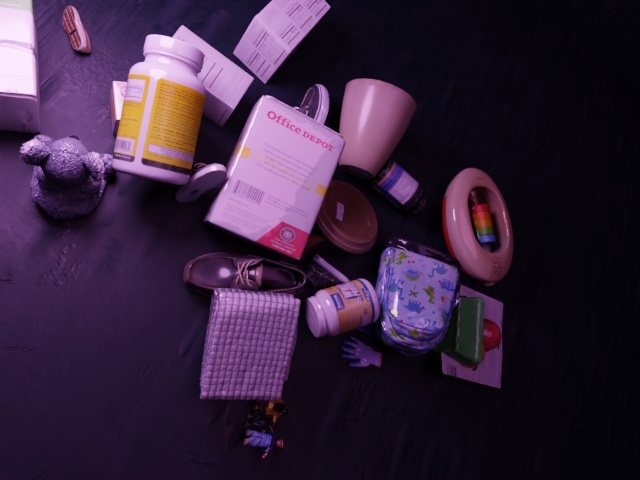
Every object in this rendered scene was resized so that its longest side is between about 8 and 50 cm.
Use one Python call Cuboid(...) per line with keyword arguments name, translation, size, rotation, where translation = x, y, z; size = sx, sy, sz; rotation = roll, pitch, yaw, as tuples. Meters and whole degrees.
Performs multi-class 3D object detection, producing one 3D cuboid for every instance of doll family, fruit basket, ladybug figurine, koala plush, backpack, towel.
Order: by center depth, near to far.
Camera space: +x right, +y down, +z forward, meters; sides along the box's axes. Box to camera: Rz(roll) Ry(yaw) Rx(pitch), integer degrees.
Cuboid(name="koala plush", translation=(-0.599, -0.166, 1.094), size=(0.196, 0.221, 0.204), rotation=(16, 71, -25))
Cuboid(name="towel", translation=(-0.190, 0.273, 1.220), size=(0.234, 0.121, 0.284), rotation=(9, 93, -26))
Cuboid(name="doll family", translation=(-0.142, 0.491, 1.266), size=(0.111, 0.076, 0.193), rotation=(25, 72, -26))
Cuboid(name="backpack", translation=(0.301, 0.187, 1.476), size=(0.289, 0.273, 0.356), rotation=(22, 76, -1))
Cuboid(name="fruit basket", translation=(0.547, 0.341, 1.658), size=(0.353, 0.165, 0.327), rotation=(24, 66, -38))
Cuboid(name="ladybug figurine", translation=(0.581, -0.046, 1.745), size=(0.304, 0.162, 0.450), rotation=(3, 75, -29))

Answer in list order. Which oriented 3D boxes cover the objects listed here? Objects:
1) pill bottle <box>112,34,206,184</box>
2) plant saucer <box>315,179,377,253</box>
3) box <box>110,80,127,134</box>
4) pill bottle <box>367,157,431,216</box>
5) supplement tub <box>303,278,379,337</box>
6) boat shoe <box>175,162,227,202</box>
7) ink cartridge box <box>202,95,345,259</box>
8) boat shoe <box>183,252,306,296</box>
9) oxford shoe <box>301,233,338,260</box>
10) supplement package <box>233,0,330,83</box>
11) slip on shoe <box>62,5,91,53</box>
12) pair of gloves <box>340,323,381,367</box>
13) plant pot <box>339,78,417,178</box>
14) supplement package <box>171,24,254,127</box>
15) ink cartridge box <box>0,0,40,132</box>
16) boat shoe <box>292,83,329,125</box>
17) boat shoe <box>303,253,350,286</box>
Cuboid(name="pill bottle", translation=(-0.393, -0.318, 1.147), size=(0.187, 0.188, 0.334), rotation=(11, 94, -26))
Cuboid(name="plant saucer", translation=(0.088, -0.087, 1.507), size=(0.277, 0.041, 0.278), rotation=(22, 50, -29))
Cuboid(name="box", translation=(-0.472, -0.361, 1.282), size=(0.203, 0.103, 0.114), rotation=(-5, 81, -30))
Cuboid(name="pill bottle", translation=(0.285, -0.184, 1.642), size=(0.219, 0.122, 0.123), rotation=(38, 63, -16))
Cuboid(name="supplement tub", translation=(0.064, 0.207, 1.398), size=(0.199, 0.144, 0.145), rotation=(-14, 84, -21))
Cuboid(name="boat shoe", translation=(-0.332, -0.171, 1.246), size=(0.077, 0.219, 0.070), rotation=(8, 68, -46))
Cuboid(name="ink cartridge box", translation=(-0.132, -0.172, 1.337), size=(0.279, 0.160, 0.385), rotation=(25, 82, -20))
Cuboid(name="boat shoe", translation=(-0.201, 0.091, 1.299), size=(0.355, 0.130, 0.133), rotation=(3, 75, -28))
Cuboid(name="oxford shoe", translation=(0.000, 0.000, 1.474), size=(0.212, 0.076, 0.076), rotation=(-12, 43, -41))
Cuboid(name="supplement package", translation=(-0.127, -0.684, 1.496), size=(0.145, 0.204, 0.262), rotation=(42, 62, -16))
Cuboid(name="slip on shoe", translation=(-0.670, -0.580, 1.270), size=(0.136, 0.051, 0.041), rotation=(66, 19, 10))
Cuboid(name="pair of gloves", translation=(0.142, 0.316, 1.492), size=(0.159, 0.023, 0.198), rotation=(20, 67, -24))
Cuboid(name="plant pot", translation=(0.165, -0.363, 1.571), size=(0.256, 0.256, 0.274), rotation=(21, 84, -23))
Cuboid(name="supplement package", translation=(-0.348, -0.479, 1.361), size=(0.244, 0.139, 0.134), rotation=(34, 65, -18))
Cuboid(name="ink cartridge box", translation=(-0.741, -0.424, 1.096), size=(0.114, 0.198, 0.273), rotation=(-3, 78, -29))
Cuboid(name="boat shoe", translation=(-0.064, -0.383, 1.501), size=(0.119, 0.121, 0.336), rotation=(24, 69, -26))
Cuboid(name="boat shoe", translation=(0.022, 0.120, 1.460), size=(0.183, 0.065, 0.083), rotation=(39, 92, -31))
